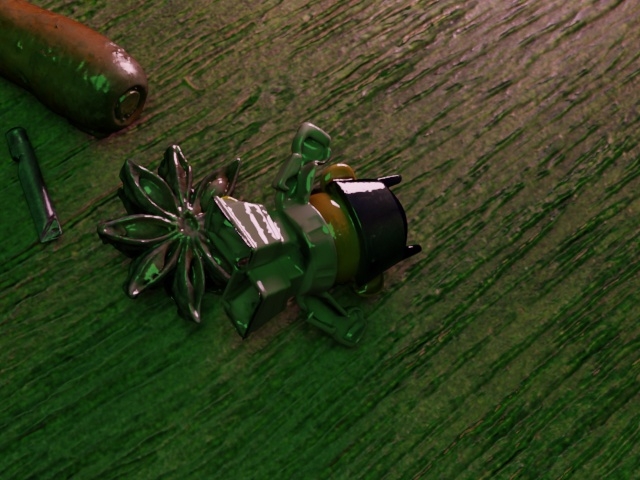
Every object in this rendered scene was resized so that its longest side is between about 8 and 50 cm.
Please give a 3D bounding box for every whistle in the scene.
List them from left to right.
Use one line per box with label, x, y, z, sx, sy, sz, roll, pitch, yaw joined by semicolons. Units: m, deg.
whistle;-0.402;-0.079;1.783;0.033;0.033;0.176;-20;74;-7

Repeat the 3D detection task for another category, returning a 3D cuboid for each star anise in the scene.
star anise;-0.186;-0.010;1.729;0.223;0.109;0.236;21;73;-10

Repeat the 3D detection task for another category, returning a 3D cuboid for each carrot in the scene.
carrot;-0.380;-0.260;1.790;0.302;0.139;0.139;34;75;10

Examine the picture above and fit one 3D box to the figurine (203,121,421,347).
figurine;0.002;0.004;1.679;0.308;0.308;0.143;-38;38;-12
